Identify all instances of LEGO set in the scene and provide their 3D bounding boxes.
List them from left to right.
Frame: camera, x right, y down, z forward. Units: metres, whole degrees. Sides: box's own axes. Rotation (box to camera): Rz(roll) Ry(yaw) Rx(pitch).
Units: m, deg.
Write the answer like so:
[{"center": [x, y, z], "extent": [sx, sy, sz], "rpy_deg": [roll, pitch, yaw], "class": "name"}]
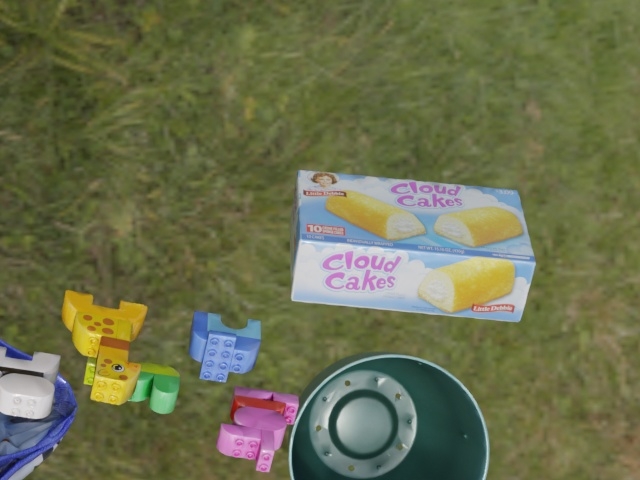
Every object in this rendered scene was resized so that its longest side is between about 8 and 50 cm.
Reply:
[{"center": [-0.119, 0.096, 0.947], "extent": [0.093, 0.227, 0.087], "rpy_deg": [-95, -163, -59], "class": "LEGO set"}]

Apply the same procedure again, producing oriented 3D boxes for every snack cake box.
[{"center": [0.099, 0.004, 1.609], "extent": [0.152, 0.264, 0.089], "rpy_deg": [-93, -171, -54], "class": "snack cake box"}]

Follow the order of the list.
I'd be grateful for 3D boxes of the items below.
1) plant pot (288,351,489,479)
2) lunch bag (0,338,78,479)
[{"center": [0.085, 0.301, 2.134], "extent": [0.235, 0.293, 0.293], "rpy_deg": [-156, -119, -82], "class": "plant pot"}, {"center": [-0.464, 0.216, 1.326], "extent": [0.385, 0.328, 0.239], "rpy_deg": [11, 50, -47], "class": "lunch bag"}]
